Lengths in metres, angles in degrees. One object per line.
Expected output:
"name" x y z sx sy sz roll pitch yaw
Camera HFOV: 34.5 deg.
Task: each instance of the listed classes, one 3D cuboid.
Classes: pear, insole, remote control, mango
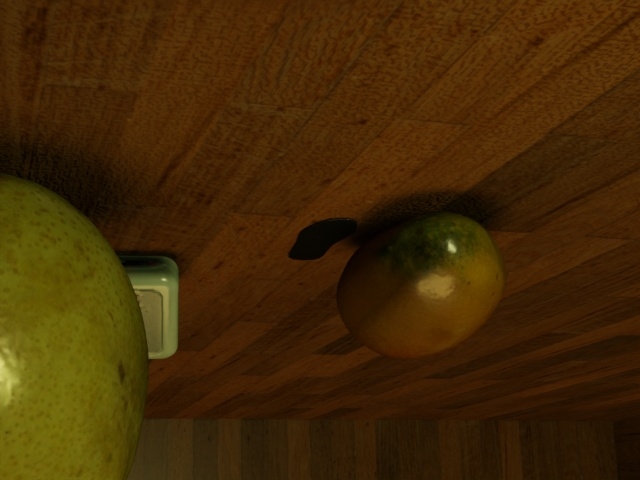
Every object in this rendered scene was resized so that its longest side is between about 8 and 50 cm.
"pear" -0.279 0.092 0.828 0.304 0.304 0.304 -2 164 0
"insole" 0.000 0.000 1.057 0.053 0.002 0.152 2 164 -13
"remote control" -0.301 0.072 1.107 0.296 0.056 0.140 0 131 -9
"mango" 0.103 0.042 1.005 0.151 0.120 0.221 6 155 -22
